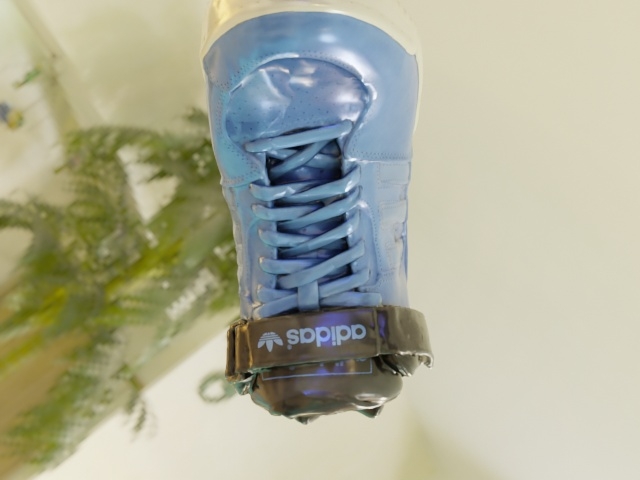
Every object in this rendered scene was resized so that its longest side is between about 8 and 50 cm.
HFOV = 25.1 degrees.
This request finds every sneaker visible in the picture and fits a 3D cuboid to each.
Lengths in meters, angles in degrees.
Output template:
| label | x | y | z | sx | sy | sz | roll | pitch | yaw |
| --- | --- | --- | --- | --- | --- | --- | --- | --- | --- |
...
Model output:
| label | x | y | z | sx | sy | sz | roll | pitch | yaw |
| --- | --- | --- | --- | --- | --- | --- | --- | --- | --- |
| sneaker | 0.001 | 0.000 | 0.376 | 0.152 | 0.058 | 0.084 | 88 | -1 | -65 |
